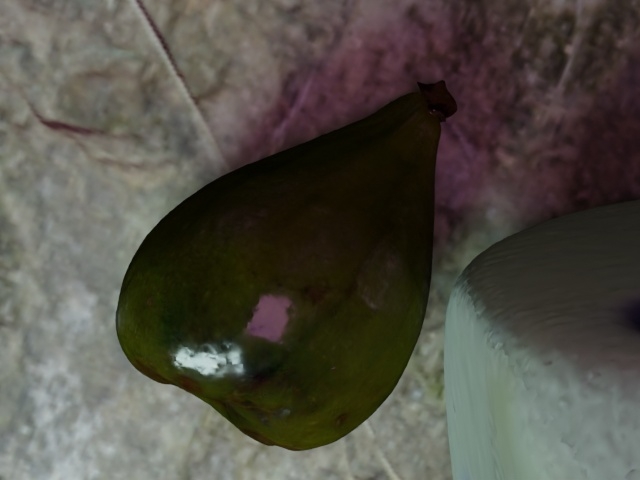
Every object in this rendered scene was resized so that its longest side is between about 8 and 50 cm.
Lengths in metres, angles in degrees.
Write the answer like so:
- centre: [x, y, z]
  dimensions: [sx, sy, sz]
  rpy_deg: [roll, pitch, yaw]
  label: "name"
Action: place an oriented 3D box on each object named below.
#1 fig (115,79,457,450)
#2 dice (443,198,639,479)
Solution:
- centre: [-0.004, 0.004, 0.610]
  dimensions: [0.133, 0.126, 0.185]
  rpy_deg: [34, 101, 3]
  label: "fig"
- centre: [0.209, 0.148, 0.561]
  dimensions: [0.277, 0.304, 0.304]
  rpy_deg: [-7, 102, -3]
  label: "dice"
